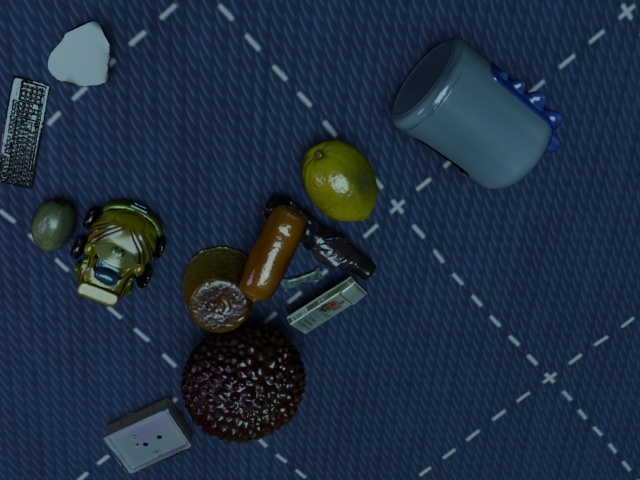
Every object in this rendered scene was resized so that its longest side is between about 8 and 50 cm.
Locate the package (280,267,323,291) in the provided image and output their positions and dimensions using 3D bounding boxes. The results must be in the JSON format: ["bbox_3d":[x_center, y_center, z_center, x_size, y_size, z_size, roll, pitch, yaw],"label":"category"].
[{"bbox_3d":[-0.049,0.099,1.781,0.110,0.015,0.037,-18,117,2],"label":"package"}]

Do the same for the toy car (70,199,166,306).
[{"bbox_3d":[-0.481,0.034,1.635,0.200,0.142,0.248,22,108,-15],"label":"toy car"}]

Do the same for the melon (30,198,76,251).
[{"bbox_3d":[-0.620,-0.035,1.617,0.098,0.098,0.131,21,105,-14],"label":"melon"}]

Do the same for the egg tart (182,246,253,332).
[{"bbox_3d":[-0.239,0.130,1.700,0.202,0.147,0.203,-3,111,-8],"label":"egg tart"}]

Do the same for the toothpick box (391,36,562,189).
[{"bbox_3d":[0.370,-0.270,1.569,0.354,0.263,0.263,33,104,-18],"label":"toothpick box"}]

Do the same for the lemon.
[{"bbox_3d":[0.046,-0.136,1.623,0.170,0.170,0.207,-34,117,6],"label":"lemon"}]

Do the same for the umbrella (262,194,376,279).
[{"bbox_3d":[0.000,0.000,1.709,0.326,0.090,0.094,36,98,-17],"label":"umbrella"}]

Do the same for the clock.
[{"bbox_3d":[-0.458,0.522,1.861,0.192,0.071,0.147,-26,112,3],"label":"clock"}]

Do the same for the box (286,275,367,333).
[{"bbox_3d":[0.018,0.167,1.775,0.198,0.029,0.109,-33,152,7],"label":"box"}]

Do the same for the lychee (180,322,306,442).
[{"bbox_3d":[-0.186,0.355,1.716,0.306,0.330,0.306,-5,100,-31],"label":"lychee"}]

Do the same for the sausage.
[{"bbox_3d":[-0.112,0.033,1.606,0.098,0.098,0.238,25,96,-15],"label":"sausage"}]

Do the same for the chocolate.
[{"bbox_3d":[-0.506,-0.399,1.505,0.125,0.080,0.149,35,96,-29],"label":"chocolate"}]

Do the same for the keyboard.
[{"bbox_3d":[-0.677,-0.241,1.575,0.087,0.017,0.251,14,109,-13],"label":"keyboard"}]
